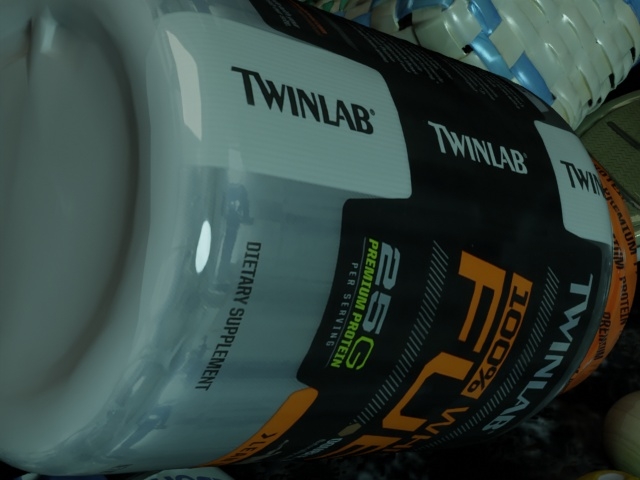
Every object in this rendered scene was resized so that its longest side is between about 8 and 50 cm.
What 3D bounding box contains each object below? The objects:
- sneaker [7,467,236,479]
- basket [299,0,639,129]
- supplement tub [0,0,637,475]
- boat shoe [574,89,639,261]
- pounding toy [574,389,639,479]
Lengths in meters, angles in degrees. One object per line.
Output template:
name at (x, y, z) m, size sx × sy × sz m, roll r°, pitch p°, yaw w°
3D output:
sneaker at (-0.070, 0.174, 0.420) m, size 0.182 × 0.128 × 0.315 m, roll 25°, pitch 21°, yaw 13°
basket at (0.116, -0.181, 0.758) m, size 0.254 × 0.201 × 0.289 m, roll -11°, pitch 34°, yaw 48°
supplement tub at (0.000, 0.000, 0.516) m, size 0.338 × 0.207 × 0.207 m, roll 7°, pitch 30°, yaw -46°
boat shoe at (0.264, -0.057, 0.748) m, size 0.302 × 0.103 × 0.113 m, roll -32°, pitch 57°, yaw -19°
pounding toy at (0.163, 0.160, 0.502) m, size 0.183 × 0.110 × 0.237 m, roll 34°, pitch 51°, yaw 29°
